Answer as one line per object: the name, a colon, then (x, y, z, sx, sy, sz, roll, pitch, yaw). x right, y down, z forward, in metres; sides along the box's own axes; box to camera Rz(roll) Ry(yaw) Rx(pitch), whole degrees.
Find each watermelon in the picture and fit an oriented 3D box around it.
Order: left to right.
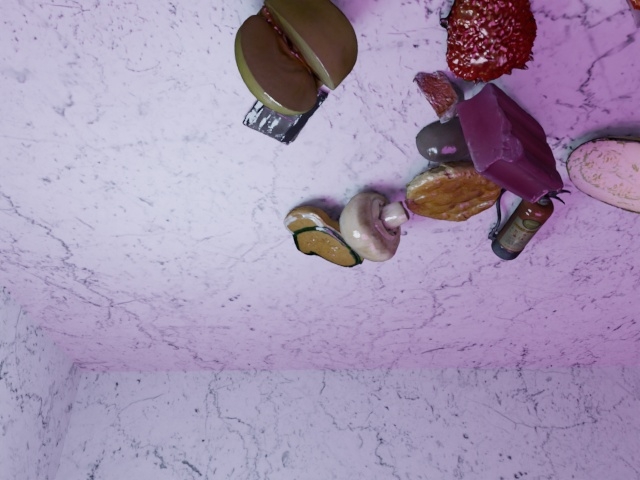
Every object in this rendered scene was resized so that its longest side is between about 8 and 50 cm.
watermelon: (0.344, -0.419, 1.576, 0.098, 0.121, 0.158, -38, 87, 21)

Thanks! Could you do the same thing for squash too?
squash: (0.946, -0.218, 1.724, 0.309, 0.210, 0.233, 2, 132, -12)

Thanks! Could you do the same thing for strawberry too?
strawberry: (0.410, -0.515, 1.365, 0.233, 0.137, 0.306, -15, 143, 21)

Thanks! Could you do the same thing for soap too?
soap: (0.540, -0.264, 1.556, 0.128, 0.233, 0.359, -27, 153, 35)

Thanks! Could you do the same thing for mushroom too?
mushroom: (0.204, -0.056, 1.919, 0.234, 0.254, 0.260, -21, -178, 37)
mushroom: (0.387, -0.296, 1.700, 0.188, 0.117, 0.141, -12, 132, 22)

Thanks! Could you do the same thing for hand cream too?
hand cream: (0.766, -0.597, 1.344, 0.052, 0.038, 0.216, 2, 160, 47)

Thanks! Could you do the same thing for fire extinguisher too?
fire extinguisher: (0.714, -0.077, 1.993, 0.200, 0.113, 0.376, 7, 144, -9)

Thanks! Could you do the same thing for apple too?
apple: (-0.061, -0.452, 1.321, 0.292, 0.292, 0.254, -29, 112, 34)

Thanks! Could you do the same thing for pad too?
pad: (-0.107, -0.387, 1.632, 0.174, 0.022, 0.233, 20, 138, -24)

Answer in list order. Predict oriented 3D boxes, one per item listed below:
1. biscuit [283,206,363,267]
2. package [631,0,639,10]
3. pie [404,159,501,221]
biscuit: (-0.001, 0.002, 2.069, 0.344, 0.057, 0.287, 41, 148, -28)
package: (0.900, -0.587, 1.287, 0.288, 0.108, 0.223, 7, 148, -21)
pie: (0.446, -0.164, 1.871, 0.339, 0.083, 0.339, 0, 154, 0)
